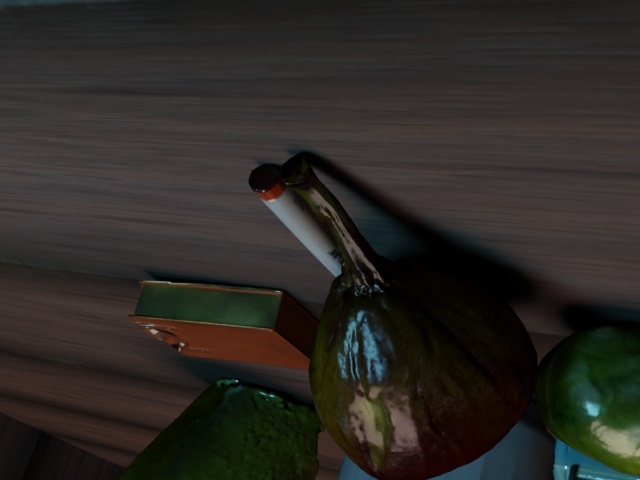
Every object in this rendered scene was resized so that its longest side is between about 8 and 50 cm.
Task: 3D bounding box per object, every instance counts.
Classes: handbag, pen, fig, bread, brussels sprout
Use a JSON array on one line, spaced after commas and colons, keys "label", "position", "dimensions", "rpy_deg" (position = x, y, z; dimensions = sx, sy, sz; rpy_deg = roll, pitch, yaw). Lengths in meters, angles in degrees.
[{"label": "handbag", "position": [-0.100, 0.092, 1.147], "dimensions": [0.190, 0.063, 0.127], "rpy_deg": [4, 157, 28]}, {"label": "pen", "position": [0.000, 0.000, 0.859], "dimensions": [0.026, 0.026, 0.218], "rpy_deg": [7, 158, 28]}, {"label": "fig", "position": [0.035, 0.075, 0.820], "dimensions": [0.290, 0.191, 0.190], "rpy_deg": [31, 156, -36]}, {"label": "bread", "position": [-0.158, 0.367, 1.499], "dimensions": [0.251, 0.376, 0.208], "rpy_deg": [30, 136, 17]}, {"label": "brussels sprout", "position": [0.252, 0.129, 0.860], "dimensions": [0.155, 0.118, 0.155], "rpy_deg": [7, 179, 0]}]

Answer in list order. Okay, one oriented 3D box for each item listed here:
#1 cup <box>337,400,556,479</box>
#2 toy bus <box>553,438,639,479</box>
[{"label": "cup", "position": [0.163, 0.338, 1.180], "dimensions": [0.322, 0.327, 0.237], "rpy_deg": [15, 160, 10]}, {"label": "toy bus", "position": [0.352, 0.236, 0.984], "dimensions": [0.271, 0.165, 0.133], "rpy_deg": [3, 156, 36]}]
